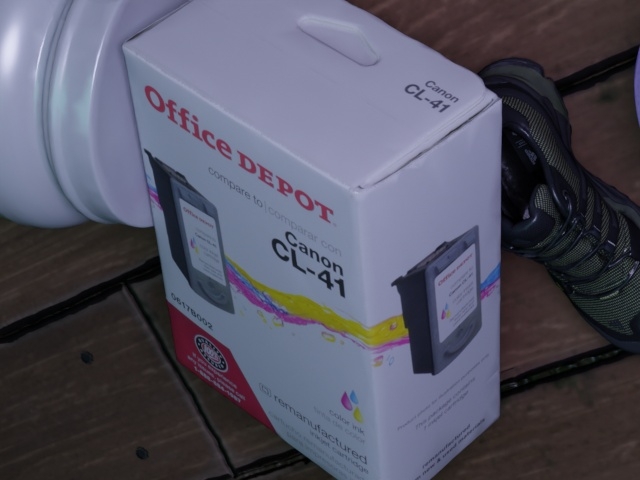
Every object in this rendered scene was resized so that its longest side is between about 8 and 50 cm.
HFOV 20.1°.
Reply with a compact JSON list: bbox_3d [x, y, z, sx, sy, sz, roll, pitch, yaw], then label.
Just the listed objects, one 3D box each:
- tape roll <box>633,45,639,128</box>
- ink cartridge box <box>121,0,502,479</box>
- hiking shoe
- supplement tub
[{"bbox_3d":[0.316,-0.059,1.029,0.275,0.090,0.275,35,152,22],"label":"tape roll"},{"bbox_3d":[0.000,0.000,1.205,0.226,0.131,0.306,33,147,33],"label":"ink cartridge box"},{"bbox_3d":[0.154,-0.007,1.202,0.086,0.114,0.227,-34,94,37],"label":"hiking shoe"},{"bbox_3d":[-0.244,-0.139,1.293,0.325,0.235,0.235,14,119,24],"label":"supplement tub"}]
